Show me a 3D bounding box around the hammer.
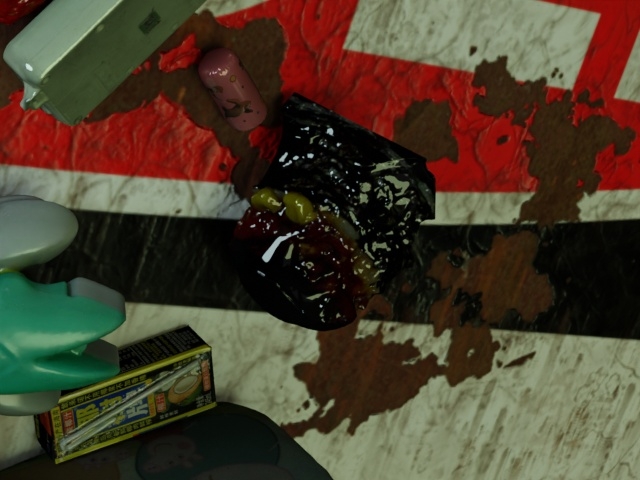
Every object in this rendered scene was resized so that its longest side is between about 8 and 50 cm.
[{"bbox_3d":[-0.078,-0.132,1.667,0.043,0.043,0.083,-41,133,-9],"label":"hammer"}]

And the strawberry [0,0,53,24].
[{"bbox_3d":[-0.225,-0.241,1.491,0.187,0.082,0.146,-26,134,-26],"label":"strawberry"}]

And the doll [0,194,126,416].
[{"bbox_3d":[-0.289,0.047,1.573,0.258,0.153,0.195,28,116,-25],"label":"doll"}]

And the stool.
[{"bbox_3d":[-0.129,0.328,1.713,0.310,0.310,0.226,-14,122,-25],"label":"stool"}]

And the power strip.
[{"bbox_3d":[-0.147,-0.201,1.550,0.270,0.046,0.118,-45,162,-5],"label":"power strip"}]

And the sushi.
[{"bbox_3d":[0.000,0.000,1.722,0.150,0.153,0.172,-50,155,-28],"label":"sushi"}]

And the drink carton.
[{"bbox_3d":[-0.180,0.141,1.740,0.166,0.056,0.071,-20,121,-24],"label":"drink carton"}]
